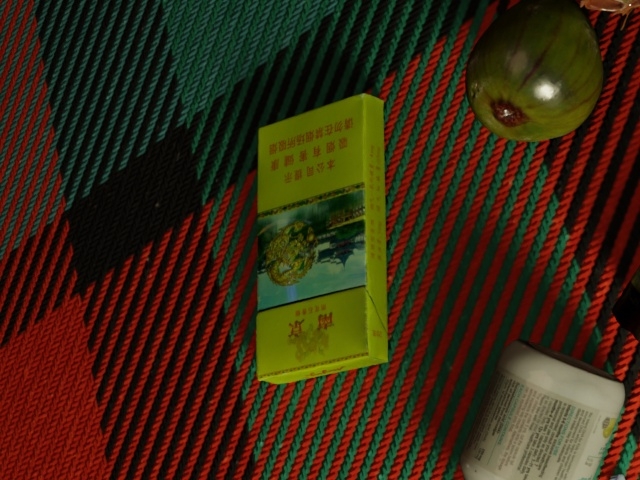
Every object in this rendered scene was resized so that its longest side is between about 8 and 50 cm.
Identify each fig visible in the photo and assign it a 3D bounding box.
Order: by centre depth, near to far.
[{"bbox_3d":[0.261,-0.229,1.840,0.151,0.151,0.259,-1,50,44],"label":"fig"}]

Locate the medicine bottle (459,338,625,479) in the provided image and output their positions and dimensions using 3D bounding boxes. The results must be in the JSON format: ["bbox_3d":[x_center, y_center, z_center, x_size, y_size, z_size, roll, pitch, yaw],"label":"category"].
[{"bbox_3d":[0.216,0.222,1.704,0.135,0.135,0.215,24,95,45],"label":"medicine bottle"}]

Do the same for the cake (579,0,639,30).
[{"bbox_3d":[0.352,-0.339,1.715,0.135,0.098,0.287,-67,5,-27],"label":"cake"}]

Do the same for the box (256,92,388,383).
[{"bbox_3d":[0.000,0.000,2.044,0.187,0.047,0.335,-15,68,40],"label":"box"}]

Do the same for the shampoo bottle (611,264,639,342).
[{"bbox_3d":[0.408,-0.037,1.628,0.323,0.084,0.129,-59,15,14],"label":"shampoo bottle"}]

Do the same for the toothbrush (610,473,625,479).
[{"bbox_3d":[0.306,0.331,1.669,0.019,0.013,0.193,-22,62,45],"label":"toothbrush"}]
